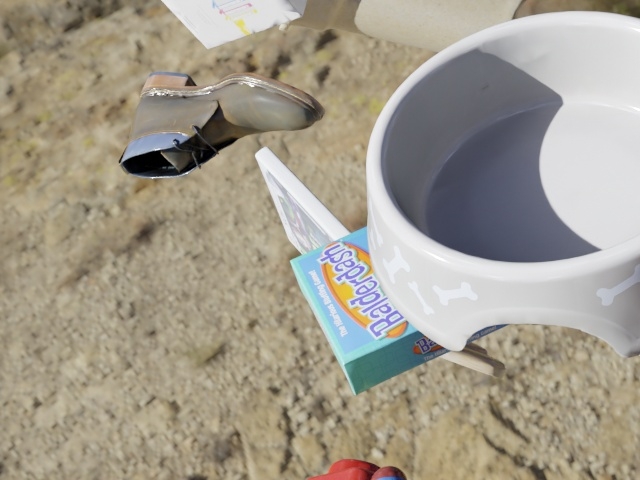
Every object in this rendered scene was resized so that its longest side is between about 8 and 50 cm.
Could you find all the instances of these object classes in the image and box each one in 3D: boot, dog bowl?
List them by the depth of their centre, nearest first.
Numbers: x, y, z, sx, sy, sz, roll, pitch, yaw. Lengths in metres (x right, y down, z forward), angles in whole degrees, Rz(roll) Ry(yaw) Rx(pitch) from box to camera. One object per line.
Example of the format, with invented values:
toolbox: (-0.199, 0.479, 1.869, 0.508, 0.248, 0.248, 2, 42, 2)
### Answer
dog bowl: (0.198, -0.060, 0.991, 0.349, 0.102, 0.348, -11, 47, 12)
boot: (-0.101, -0.103, 1.141, 0.219, 0.082, 0.106, 7, 64, 35)

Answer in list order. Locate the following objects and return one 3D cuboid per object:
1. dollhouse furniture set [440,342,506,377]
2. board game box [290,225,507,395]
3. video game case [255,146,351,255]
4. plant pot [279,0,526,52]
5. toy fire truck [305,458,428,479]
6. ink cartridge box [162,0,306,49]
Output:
dollhouse furniture set: (0.271, -0.002, 1.398, 0.394, 0.256, 0.362, -101, 31, -87)
board game box: (0.095, 0.036, 1.073, 0.210, 0.047, 0.160, -25, 40, -5)
video game case: (0.000, 0.000, 1.355, 0.022, 0.173, 0.190, -35, 53, -11)
plant pot: (0.141, -0.400, 1.621, 0.305, 0.334, 0.334, 20, 45, -6)
toy fire truck: (0.119, 0.397, 1.643, 0.302, 0.254, 0.169, 22, 52, -6)
ink cartridge box: (-0.076, -0.273, 1.180, 0.143, 0.090, 0.092, -13, 50, 33)
